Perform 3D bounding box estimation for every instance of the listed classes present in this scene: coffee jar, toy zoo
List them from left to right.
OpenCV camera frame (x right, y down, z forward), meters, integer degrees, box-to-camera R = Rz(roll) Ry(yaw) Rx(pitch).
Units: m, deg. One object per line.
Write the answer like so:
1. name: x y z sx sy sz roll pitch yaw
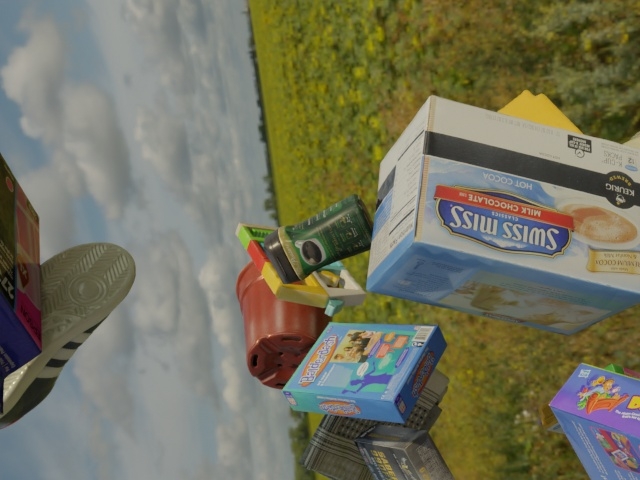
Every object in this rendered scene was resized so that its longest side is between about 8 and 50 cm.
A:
1. toy zoo: -0.034 0.057 1.618 0.293 0.192 0.030 52 127 51
2. coffee jar: 0.000 0.000 1.372 0.079 0.184 0.096 -93 -21 -70

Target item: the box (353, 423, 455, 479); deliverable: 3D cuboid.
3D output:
1. box: 0.169 0.424 1.365 0.231 0.056 0.183 61 155 -5

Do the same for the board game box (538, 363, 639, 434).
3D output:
1. board game box: 0.743 0.422 2.036 0.242 0.316 0.064 -43 41 36

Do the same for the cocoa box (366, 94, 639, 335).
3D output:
1. cocoa box: 0.269 -0.023 1.184 0.231 0.347 0.228 123 158 -65

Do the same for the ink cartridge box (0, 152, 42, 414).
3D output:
1. ink cartridge box: -0.444 0.035 1.105 0.176 0.069 0.371 76 177 -46

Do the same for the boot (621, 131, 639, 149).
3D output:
1. boot: 0.592 -0.133 1.486 0.077 0.165 0.213 63 176 -26

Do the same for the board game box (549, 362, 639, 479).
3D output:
1. board game box: 0.457 0.322 1.008 0.233 0.078 0.347 12 141 55

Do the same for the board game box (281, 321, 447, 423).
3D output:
1. board game box: 0.066 0.194 1.233 0.160 0.210 0.047 -52 -54 -38

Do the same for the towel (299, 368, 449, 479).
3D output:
1. towel: 0.132 0.381 1.698 0.056 0.312 0.324 21 168 46

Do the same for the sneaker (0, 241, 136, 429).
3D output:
1. sneaker: -0.420 0.149 1.241 0.131 0.350 0.148 36 149 11

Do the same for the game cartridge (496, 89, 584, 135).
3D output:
1. game cartridge: 0.337 -0.078 1.436 0.285 0.323 0.052 56 -173 28

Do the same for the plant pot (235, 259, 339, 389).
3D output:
1. plant pot: -0.080 0.210 2.027 0.265 0.272 0.272 -94 -2 -51
